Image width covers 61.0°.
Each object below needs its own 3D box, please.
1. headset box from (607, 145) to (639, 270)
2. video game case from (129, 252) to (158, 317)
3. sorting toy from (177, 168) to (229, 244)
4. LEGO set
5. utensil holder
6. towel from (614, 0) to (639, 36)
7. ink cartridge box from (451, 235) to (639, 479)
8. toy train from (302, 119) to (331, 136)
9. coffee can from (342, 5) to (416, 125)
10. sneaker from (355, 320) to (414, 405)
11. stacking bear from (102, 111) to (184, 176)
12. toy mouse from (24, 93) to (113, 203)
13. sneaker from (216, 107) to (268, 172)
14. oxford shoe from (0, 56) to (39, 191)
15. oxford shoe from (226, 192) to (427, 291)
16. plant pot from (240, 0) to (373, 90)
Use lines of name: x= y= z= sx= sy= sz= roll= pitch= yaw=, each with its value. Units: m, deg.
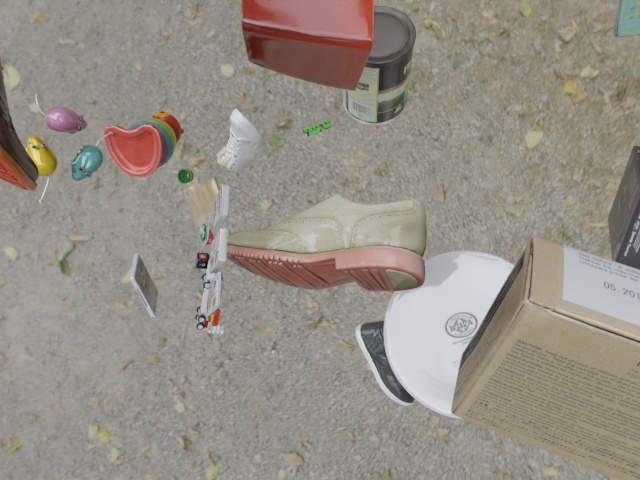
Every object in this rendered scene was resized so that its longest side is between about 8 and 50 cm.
headset box: x=0.775 y=-0.069 z=1.287 sx=0.110 sy=0.293 sz=0.218 roll=13 pitch=124 yaw=18
video game case: x=-0.391 y=0.100 z=1.209 sx=0.011 sy=0.122 sz=0.087 roll=-14 pitch=37 yaw=0
sorting toy: x=-0.359 y=-0.114 z=1.759 sx=0.132 sy=0.046 sz=0.274 roll=-17 pitch=94 yaw=27
LEGO set: x=-0.161 y=0.043 z=0.854 sx=0.060 sy=0.244 sz=0.182 roll=7 pitch=70 yaw=-20
utensil holder: x=0.325 y=0.195 z=1.139 sx=0.328 sy=0.385 sz=0.327 roll=-5 pitch=77 yaw=21
towel: x=0.617 y=-0.512 z=0.824 sx=0.272 sy=0.040 sz=0.369 roll=18 pitch=111 yaw=49
ink cartridge box: x=0.262 y=0.121 z=0.485 sx=0.235 sy=0.193 sz=0.088 roll=20 pitch=45 yaw=8
toy train: x=-0.009 y=-0.304 z=1.474 sx=0.083 sy=0.017 sz=0.023 roll=-24 pitch=91 yaw=-15
coffee can: x=0.159 y=-0.491 z=1.555 sx=0.202 sy=0.275 sz=0.201 roll=-1 pitch=66 yaw=3
sneaker: x=0.235 y=0.360 z=1.610 sx=0.147 sy=0.104 sz=0.295 roll=-26 pitch=98 yaw=35
stacking bear: x=-0.529 y=-0.323 z=1.720 sx=0.176 sy=0.289 sz=0.164 roll=0 pitch=117 yaw=8
toy mouse: x=-0.382 y=-0.151 z=0.845 sx=0.031 sy=0.143 sz=0.160 roll=10 pitch=115 yaw=44
sneaker: x=-0.280 y=-0.315 z=1.819 sx=0.169 sy=0.292 sz=0.108 roll=-40 pitch=74 yaw=-4
oxford shoe: x=-0.380 y=-0.159 z=0.610 sx=0.097 sy=0.271 sz=0.098 roll=21 pitch=61 yaw=14
oxford shoe: x=0.000 y=0.000 z=0.937 sx=0.397 sy=0.140 sz=0.146 roll=2 pitch=67 yaw=29
plant pot: x=-0.032 y=-0.464 z=1.064 sx=0.236 sy=0.267 sz=0.266 roll=0 pitch=88 yaw=-4
